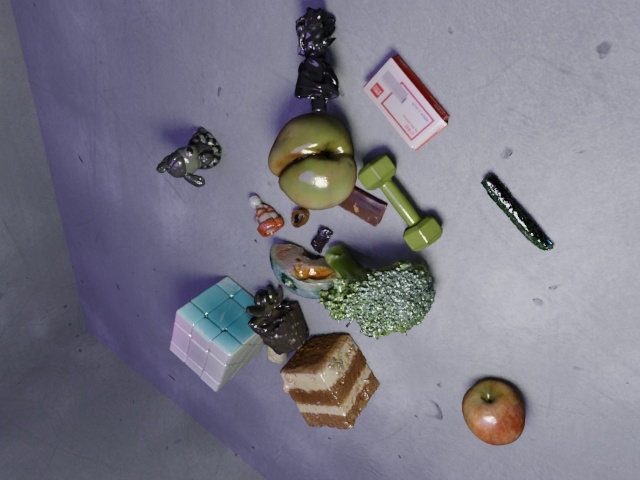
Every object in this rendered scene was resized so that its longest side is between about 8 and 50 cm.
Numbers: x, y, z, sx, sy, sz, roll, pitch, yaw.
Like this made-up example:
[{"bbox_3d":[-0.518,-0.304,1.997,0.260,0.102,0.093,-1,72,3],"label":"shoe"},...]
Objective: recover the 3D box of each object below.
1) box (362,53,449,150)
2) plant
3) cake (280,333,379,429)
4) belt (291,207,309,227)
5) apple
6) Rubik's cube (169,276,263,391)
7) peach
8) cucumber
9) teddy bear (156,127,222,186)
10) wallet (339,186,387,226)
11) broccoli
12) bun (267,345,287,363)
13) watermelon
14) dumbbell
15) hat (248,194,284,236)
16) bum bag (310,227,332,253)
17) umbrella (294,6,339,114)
[{"bbox_3d":[0.230,-0.366,1.117,0.229,0.050,0.123,51,134,0],"label":"box"},{"bbox_3d":[-0.177,0.327,1.738,0.189,0.199,0.275,-24,104,36],"label":"plant"},{"bbox_3d":[0.035,0.558,1.666,0.282,0.256,0.290,-16,109,40],"label":"cake"},{"bbox_3d":[-0.075,-0.085,1.518,0.059,0.036,0.083,48,133,12],"label":"belt"},{"bbox_3d":[0.553,0.552,1.329,0.189,0.188,0.173,1,127,36],"label":"apple"},{"bbox_3d":[-0.449,0.420,1.897,0.316,0.322,0.318,37,130,15],"label":"Rubik's cube"},{"bbox_3d":[-0.018,-0.229,1.248,0.292,0.248,0.292,53,159,31],"label":"peach"},{"bbox_3d":[0.514,-0.067,1.090,0.256,0.043,0.044,49,138,1],"label":"cucumber"},{"bbox_3d":[-0.469,-0.300,1.561,0.171,0.250,0.144,43,136,-12],"label":"teddy bear"},{"bbox_3d":[0.127,-0.122,1.354,0.176,0.026,0.095,30,124,17],"label":"wallet"},{"bbox_3d":[0.189,0.139,1.332,0.353,0.397,0.274,33,96,-9],"label":"broccoli"},{"bbox_3d":[-0.209,0.530,1.954,0.115,0.069,0.115,17,123,29],"label":"bun"},{"bbox_3d":[-0.067,0.151,1.555,0.322,0.175,0.187,22,126,26],"label":"watermelon"},{"bbox_3d":[0.234,-0.112,1.224,0.108,0.121,0.301,-37,91,14],"label":"dumbbell"},{"bbox_3d":[-0.219,-0.102,1.595,0.112,0.094,0.162,-37,73,34],"label":"hat"},{"bbox_3d":[0.001,-0.001,1.511,0.058,0.034,0.124,36,132,2],"label":"bum bag"},{"bbox_3d":[-0.013,-0.482,1.138,0.122,0.110,0.271,-3,92,-5],"label":"umbrella"}]
